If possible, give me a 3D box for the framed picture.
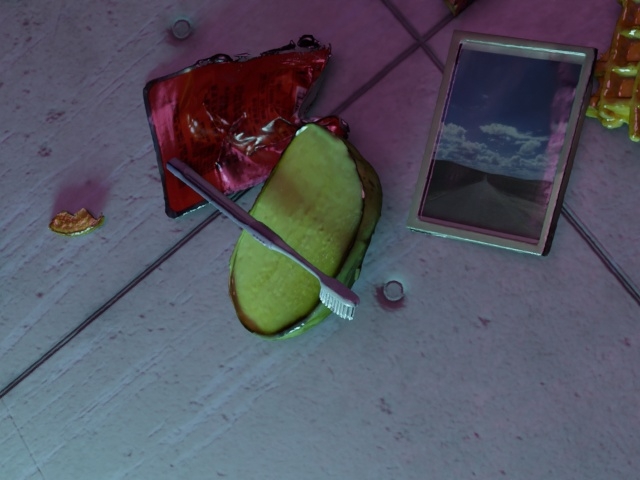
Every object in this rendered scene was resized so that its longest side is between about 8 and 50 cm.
[{"bbox_3d":[0.218,-0.120,1.515,0.189,0.023,0.260,13,88,29],"label":"framed picture"}]

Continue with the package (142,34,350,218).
[{"bbox_3d":[-0.097,-0.153,1.582,0.269,0.071,0.194,-14,67,14],"label":"package"}]

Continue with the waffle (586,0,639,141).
[{"bbox_3d":[0.426,-0.246,1.435,0.281,0.058,0.301,42,106,42],"label":"waffle"}]

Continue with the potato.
[{"bbox_3d":[0.000,0.000,1.509,0.160,0.111,0.272,41,114,33],"label":"potato"}]

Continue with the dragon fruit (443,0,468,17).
[{"bbox_3d":[0.209,-0.421,1.480,0.262,0.211,0.134,-44,84,-1],"label":"dragon fruit"}]

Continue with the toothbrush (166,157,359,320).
[{"bbox_3d":[-0.076,-0.008,1.490,0.354,0.024,0.029,37,125,36],"label":"toothbrush"}]

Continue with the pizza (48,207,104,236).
[{"bbox_3d":[-0.319,-0.024,1.641,0.083,0.016,0.037,-8,83,15],"label":"pizza"}]
